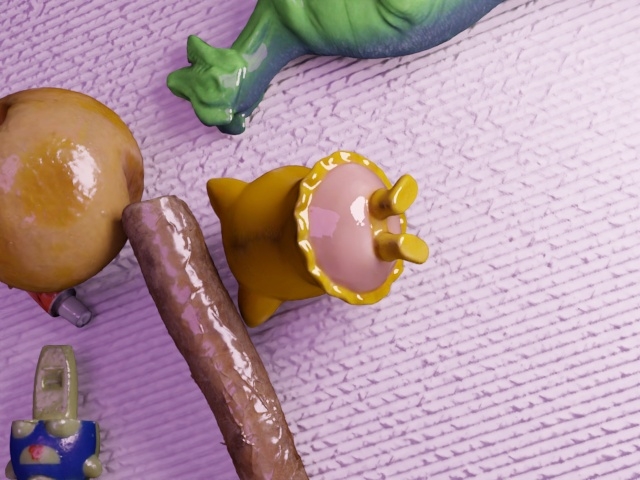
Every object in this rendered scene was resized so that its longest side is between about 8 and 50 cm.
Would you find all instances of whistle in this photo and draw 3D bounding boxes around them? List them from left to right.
[{"bbox_3d":[-0.268,0.218,1.311,0.105,0.085,0.227,-2,79,10],"label":"whistle"}]

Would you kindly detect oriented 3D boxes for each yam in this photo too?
[{"bbox_3d":[-0.092,0.124,1.240,0.081,0.081,0.357,-24,85,14],"label":"yam"}]

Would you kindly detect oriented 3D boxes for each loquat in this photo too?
[{"bbox_3d":[-0.270,-0.050,1.303,0.213,0.213,0.213,-4,79,19],"label":"loquat"}]

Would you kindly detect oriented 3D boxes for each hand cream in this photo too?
[{"bbox_3d":[-0.327,0.023,1.387,0.216,0.038,0.052,34,136,20],"label":"hand cream"}]

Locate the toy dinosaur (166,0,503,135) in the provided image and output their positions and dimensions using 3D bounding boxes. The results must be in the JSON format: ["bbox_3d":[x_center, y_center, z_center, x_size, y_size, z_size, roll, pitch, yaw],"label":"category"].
[{"bbox_3d":[0.101,-0.192,1.228,0.500,0.144,0.374,34,98,27],"label":"toy dinosaur"}]

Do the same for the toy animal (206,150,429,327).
[{"bbox_3d":[-0.001,-0.005,1.211,0.229,0.156,0.156,-12,75,43],"label":"toy animal"}]
